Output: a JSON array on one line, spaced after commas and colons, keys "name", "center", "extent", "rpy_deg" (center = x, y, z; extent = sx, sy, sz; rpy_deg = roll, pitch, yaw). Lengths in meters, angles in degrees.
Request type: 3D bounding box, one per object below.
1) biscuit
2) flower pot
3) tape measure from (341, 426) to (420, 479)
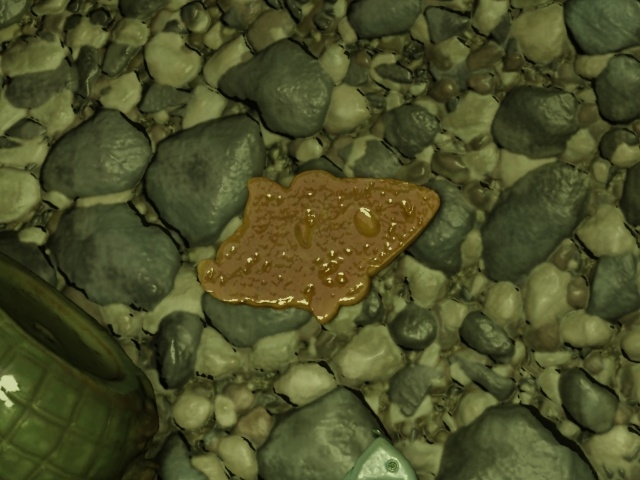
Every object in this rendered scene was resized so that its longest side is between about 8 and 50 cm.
[{"name": "biscuit", "center": [0.000, 0.000, 1.555], "extent": [0.250, 0.035, 0.162], "rpy_deg": [-19, 79, 0]}, {"name": "flower pot", "center": [-0.292, 0.154, 1.412], "extent": [0.302, 0.302, 0.213], "rpy_deg": [42, 96, 14]}, {"name": "tape measure", "center": [-0.002, 0.340, 1.431], "extent": [0.164, 0.084, 0.330], "rpy_deg": [36, 78, 17]}]
